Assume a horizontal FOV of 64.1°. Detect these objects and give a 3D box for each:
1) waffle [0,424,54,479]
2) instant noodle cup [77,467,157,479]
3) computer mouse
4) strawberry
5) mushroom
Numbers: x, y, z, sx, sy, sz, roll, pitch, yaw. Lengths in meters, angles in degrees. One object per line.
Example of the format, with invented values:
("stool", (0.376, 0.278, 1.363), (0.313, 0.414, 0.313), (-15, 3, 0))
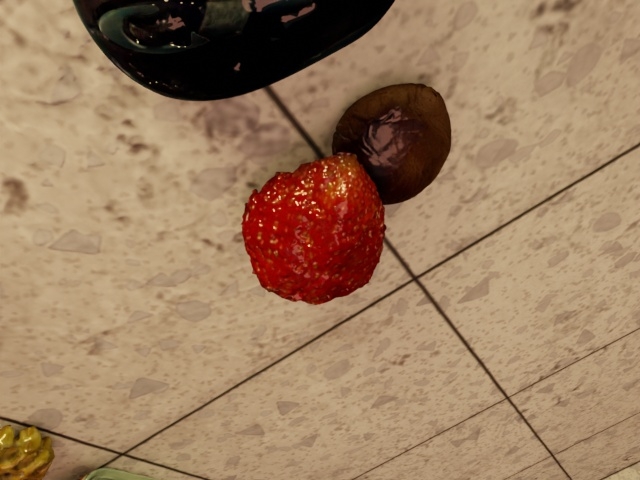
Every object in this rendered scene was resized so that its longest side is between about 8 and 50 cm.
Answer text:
("waffle", (-0.429, 0.300, 0.646), (0.149, 0.051, 0.194), (15, 125, -34))
("instant noodle cup", (-0.370, 0.511, 0.740), (0.308, 0.294, 0.294), (-40, 134, 8))
("computer mouse", (-0.036, -0.166, 0.317), (0.233, 0.096, 0.137), (-24, 137, 0))
("strawberry", (0.000, 0.000, 0.480), (0.146, 0.082, 0.187), (9, 137, -15))
("mushroom", (0.070, -0.085, 0.470), (0.123, 0.052, 0.123), (-13, 135, -14))
